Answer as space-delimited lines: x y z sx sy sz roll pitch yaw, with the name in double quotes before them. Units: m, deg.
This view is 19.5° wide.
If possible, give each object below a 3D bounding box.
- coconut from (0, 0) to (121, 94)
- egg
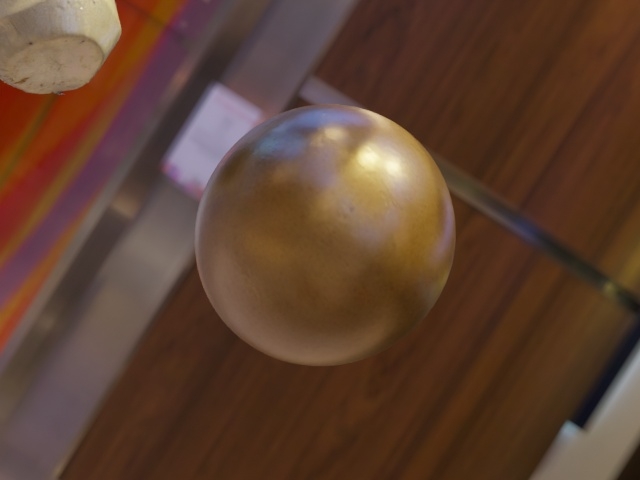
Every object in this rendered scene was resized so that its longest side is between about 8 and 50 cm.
"coconut" -0.287 -0.243 1.917 0.161 0.161 0.162 30 40 -52
"egg" 0.000 0.000 1.817 0.250 0.250 0.322 32 -20 -4
